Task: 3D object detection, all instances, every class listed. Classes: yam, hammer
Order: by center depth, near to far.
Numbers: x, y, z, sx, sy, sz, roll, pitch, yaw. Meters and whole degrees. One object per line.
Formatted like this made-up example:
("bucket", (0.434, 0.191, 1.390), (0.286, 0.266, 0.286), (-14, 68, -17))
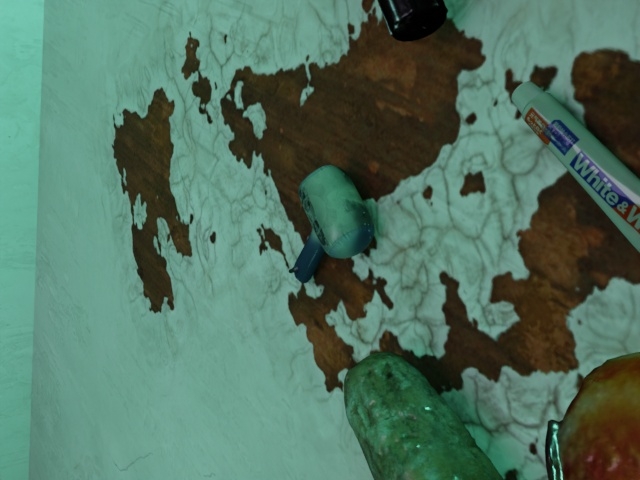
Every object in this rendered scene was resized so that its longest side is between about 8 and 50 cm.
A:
("yam", (0.124, 0.253, 0.755), (0.330, 0.133, 0.133), (59, 138, 33))
("hammer", (0.000, 0.000, 0.954), (0.116, 0.070, 0.194), (64, 148, 25))

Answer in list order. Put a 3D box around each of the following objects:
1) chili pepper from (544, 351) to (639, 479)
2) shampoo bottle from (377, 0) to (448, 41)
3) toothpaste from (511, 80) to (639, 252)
("chili pepper", (0.310, 0.169, 0.398), (0.305, 0.229, 0.251), (-22, 63, 55))
("shampoo bottle", (0.060, -0.337, 0.774), (0.104, 0.104, 0.278), (-37, 65, 51))
("toothpaste", (0.238, -0.057, 0.632), (0.218, 0.033, 0.052), (56, 141, 27))
